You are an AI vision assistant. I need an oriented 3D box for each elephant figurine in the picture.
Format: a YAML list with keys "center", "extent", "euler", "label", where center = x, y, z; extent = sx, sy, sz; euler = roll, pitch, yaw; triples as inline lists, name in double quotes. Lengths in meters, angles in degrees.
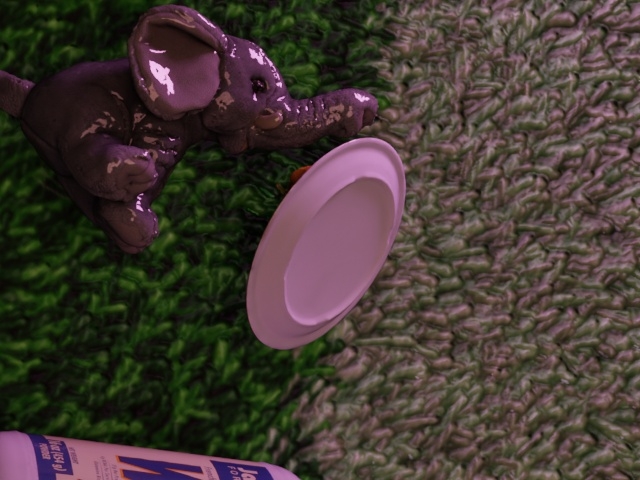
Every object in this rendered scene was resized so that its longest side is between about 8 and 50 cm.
- center: [-0.111, -0.116, 1.576]
  extent: [0.239, 0.169, 0.186]
  euler: [-41, 127, -11]
  label: "elephant figurine"

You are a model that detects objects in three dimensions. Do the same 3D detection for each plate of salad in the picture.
- center: [0.000, 0.000, 1.629]
  extent: [0.200, 0.048, 0.200]
  euler: [-36, 143, -34]
  label: "plate of salad"

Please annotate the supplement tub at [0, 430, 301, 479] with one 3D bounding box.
- center: [-0.132, 0.286, 1.539]
  extent: [0.324, 0.235, 0.235]
  euler: [9, 89, -20]
  label: "supplement tub"
